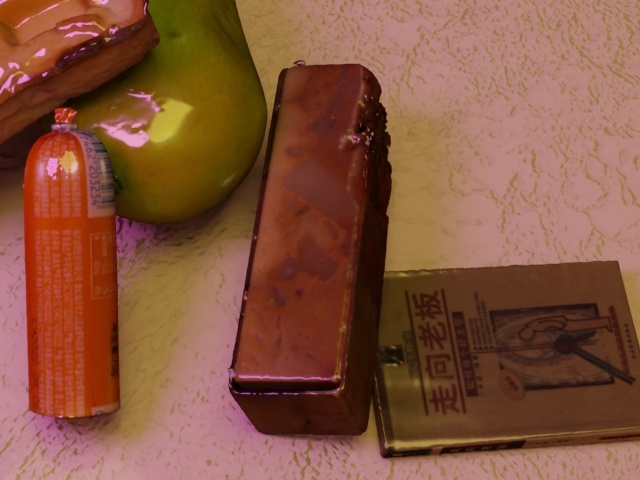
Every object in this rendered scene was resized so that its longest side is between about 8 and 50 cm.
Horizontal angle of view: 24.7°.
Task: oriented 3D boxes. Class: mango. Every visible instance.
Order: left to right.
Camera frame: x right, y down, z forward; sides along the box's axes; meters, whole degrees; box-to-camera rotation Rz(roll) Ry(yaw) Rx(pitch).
[{"bbox_3d":[-0.147,-0.135,1.230,0.185,0.149,0.273,-16,60,-3],"label":"mango"}]

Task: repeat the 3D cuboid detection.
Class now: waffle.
[{"bbox_3d":[-0.305,-0.202,1.194,0.304,0.077,0.348,-29,53,0],"label":"waffle"}]

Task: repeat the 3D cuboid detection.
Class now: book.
[{"bbox_3d":[0.152,0.094,1.210,0.231,0.026,0.161,-3,62,-9],"label":"book"}]

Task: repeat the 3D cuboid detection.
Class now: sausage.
[{"bbox_3d":[-0.190,0.016,1.117,0.071,0.071,0.234,-1,95,-8],"label":"sausage"}]

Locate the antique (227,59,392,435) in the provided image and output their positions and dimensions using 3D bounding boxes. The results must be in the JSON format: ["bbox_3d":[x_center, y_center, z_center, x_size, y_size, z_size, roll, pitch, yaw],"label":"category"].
[{"bbox_3d":[0.000,0.000,1.192,0.093,0.087,0.310,-2,59,16],"label":"antique"}]
